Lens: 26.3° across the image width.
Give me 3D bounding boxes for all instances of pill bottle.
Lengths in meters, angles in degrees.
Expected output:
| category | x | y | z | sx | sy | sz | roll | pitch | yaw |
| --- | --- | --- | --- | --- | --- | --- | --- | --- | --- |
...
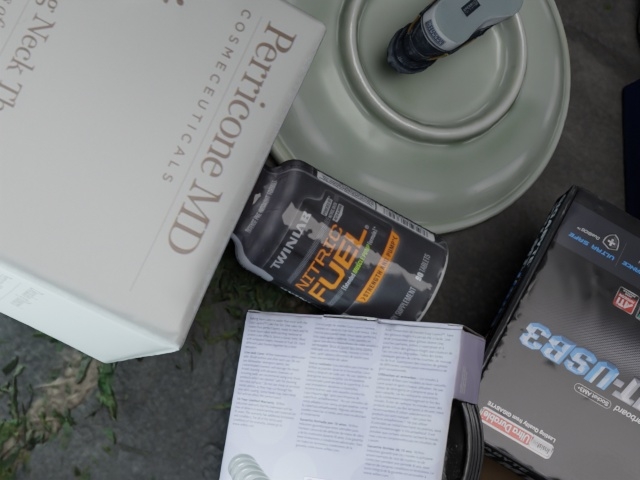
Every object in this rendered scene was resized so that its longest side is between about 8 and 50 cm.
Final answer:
| category | x | y | z | sx | sy | sz | roll | pitch | yaw |
| --- | --- | --- | --- | --- | --- | --- | --- | --- | --- |
| pill bottle | 0.000 | 0.000 | 1.435 | 0.246 | 0.130 | 0.130 | 28 | 76 | -11 |

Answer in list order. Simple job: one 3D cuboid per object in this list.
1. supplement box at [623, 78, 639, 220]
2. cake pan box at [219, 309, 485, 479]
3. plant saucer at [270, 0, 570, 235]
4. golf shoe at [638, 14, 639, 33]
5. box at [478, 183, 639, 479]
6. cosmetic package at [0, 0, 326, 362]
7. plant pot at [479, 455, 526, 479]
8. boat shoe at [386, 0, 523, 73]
| category | x | y | z | sx | sy | sz | roll | pitch | yaw |
| --- | --- | --- | --- | --- | --- | --- | --- | --- | --- |
| supplement box | 0.558 | -0.097 | 1.589 | 0.357 | 0.194 | 0.195 | 2 | 82 | -17 |
| cake pan box | 0.029 | 0.199 | 1.365 | 0.070 | 0.267 | 0.245 | 22 | 72 | -58 |
| plant saucer | 0.113 | -0.207 | 1.514 | 0.401 | 0.100 | 0.400 | 2 | 82 | -17 |
| golf shoe | 0.421 | -0.281 | 1.628 | 0.068 | 0.086 | 0.186 | -9 | 87 | -20 |
| box | 0.317 | 0.139 | 1.425 | 0.296 | 0.073 | 0.293 | 31 | 73 | -1 |
| cosmetic package | -0.269 | -0.118 | 1.262 | 0.394 | 0.327 | 0.329 | 27 | 75 | -13 |
| plant pot | 0.234 | 0.243 | 1.480 | 0.237 | 0.110 | 0.237 | 3 | 76 | -11 |
| boat shoe | 0.140 | -0.235 | 1.444 | 0.183 | 0.083 | 0.065 | -36 | 96 | -45 |
